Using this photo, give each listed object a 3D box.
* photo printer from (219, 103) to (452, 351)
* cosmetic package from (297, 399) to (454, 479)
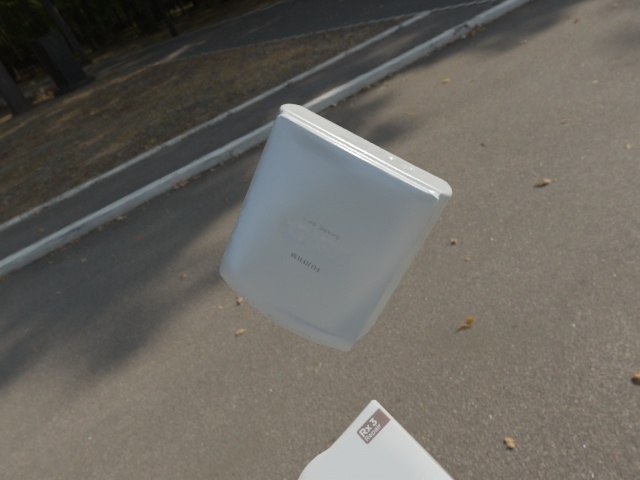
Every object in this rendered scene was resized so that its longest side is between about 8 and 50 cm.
[{"bbox_3d":[0.000,0.000,0.672,0.256,0.307,0.107,30,26,7],"label":"photo printer"},{"bbox_3d":[0.106,0.393,0.607,0.217,0.385,0.156,-46,46,-8],"label":"cosmetic package"}]
